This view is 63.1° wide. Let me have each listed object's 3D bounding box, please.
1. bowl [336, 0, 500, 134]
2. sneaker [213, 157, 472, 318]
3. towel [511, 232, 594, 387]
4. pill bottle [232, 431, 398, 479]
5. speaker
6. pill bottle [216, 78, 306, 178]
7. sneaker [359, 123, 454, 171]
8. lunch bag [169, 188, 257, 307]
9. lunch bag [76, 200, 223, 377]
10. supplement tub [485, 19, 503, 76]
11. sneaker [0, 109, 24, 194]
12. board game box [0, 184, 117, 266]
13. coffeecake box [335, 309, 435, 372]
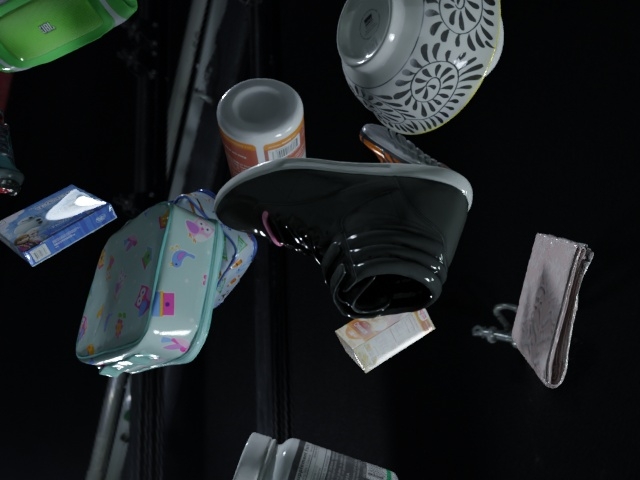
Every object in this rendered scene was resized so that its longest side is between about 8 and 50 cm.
[{"bbox_3d":[0.067,-0.187,0.475,0.170,0.080,0.170,-2,-93,54],"label":"bowl"},{"bbox_3d":[0.000,0.000,0.542,0.296,0.104,0.147,1,-126,21],"label":"sneaker"},{"bbox_3d":[0.545,0.147,1.246,0.053,0.332,0.317,12,-82,8],"label":"towel"},{"bbox_3d":[-0.017,0.589,1.214,0.361,0.204,0.204,17,-88,5],"label":"pill bottle"},{"bbox_3d":[-0.509,-0.431,0.997,0.296,0.131,0.131,-20,-108,10],"label":"speaker"},{"bbox_3d":[-0.083,-0.128,0.800,0.121,0.216,0.121,0,-122,0],"label":"pill bottle"},{"bbox_3d":[0.206,-0.162,1.383,0.180,0.321,0.124,-50,-163,31],"label":"sneaker"},{"bbox_3d":[-0.305,0.027,1.295,0.243,0.115,0.303,44,-61,11],"label":"lunch bag"},{"bbox_3d":[-0.255,0.083,0.767,0.279,0.108,0.224,-22,-123,46],"label":"lunch bag"},{"bbox_3d":[0.188,-0.351,0.983,0.272,0.191,0.191,173,-76,-69],"label":"supplement tub"},{"bbox_3d":[-0.573,-0.168,0.865,0.262,0.104,0.125,30,-86,27],"label":"sneaker"},{"bbox_3d":[-0.267,-0.019,0.521,0.090,0.090,0.020,20,-44,39],"label":"board game box"},{"bbox_3d":[0.145,0.206,1.198,0.185,0.142,0.068,-30,-78,-10],"label":"coffeecake box"}]
